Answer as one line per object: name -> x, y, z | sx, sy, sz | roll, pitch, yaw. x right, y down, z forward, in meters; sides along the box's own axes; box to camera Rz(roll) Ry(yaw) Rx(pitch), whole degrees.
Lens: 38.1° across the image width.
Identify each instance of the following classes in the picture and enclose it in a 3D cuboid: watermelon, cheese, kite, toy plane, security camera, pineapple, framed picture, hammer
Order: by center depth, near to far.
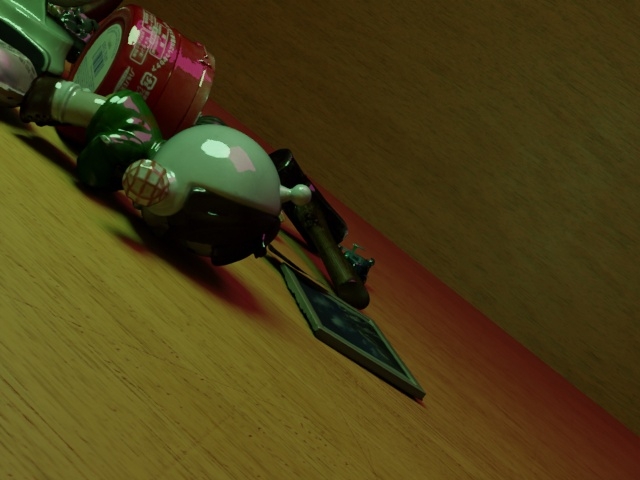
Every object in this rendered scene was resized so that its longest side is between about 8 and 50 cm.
cheese -> -0.452, -0.243, 1.235 | 0.189, 0.074, 0.286 | 34, 4, -29
framed picture -> 0.041, 0.135, 1.434 | 0.209, 0.019, 0.281 | 34, 7, -23
security camera -> -0.452, -0.412, 1.516 | 0.197, 0.277, 0.191 | 35, 8, -13
kite -> -0.081, 0.012, 1.574 | 0.245, 0.015, 0.141 | 37, -4, 21
pineapple -> -0.483, -0.389, 1.774 | 0.364, 0.165, 0.165 | 41, 7, 14
hammer -> 0.000, 0.000, 1.823 | 0.242, 0.095, 0.409 | 52, 7, -35
watermelon -> -0.248, -0.224, 2.000 | 0.133, 0.105, 0.105 | 50, -1, -29
toy plane -> 0.067, 0.049, 2.040 | 0.096, 0.060, 0.235 | 24, 11, 0

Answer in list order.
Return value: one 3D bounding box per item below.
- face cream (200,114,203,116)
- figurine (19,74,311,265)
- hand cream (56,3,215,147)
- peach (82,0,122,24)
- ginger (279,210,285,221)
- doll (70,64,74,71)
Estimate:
face cream -> -0.215, -0.197, 2.186 | 0.269, 0.073, 0.107 | 39, 15, 9
figurine -> -0.198, -0.095, 1.175 | 0.370, 0.167, 0.281 | 29, 1, 5
hand cream -> -0.273, -0.219, 1.356 | 0.149, 0.230, 0.230 | 32, 8, -31
peach -> -0.652, -0.705, 2.269 | 0.353, 0.339, 0.416 | 34, 3, -32
ginger -> -0.130, -0.082, 1.825 | 0.095, 0.069, 0.190 | 28, 12, -36
doll -> -0.404, -0.323, 1.963 | 0.245, 0.076, 0.142 | 25, 8, -4
